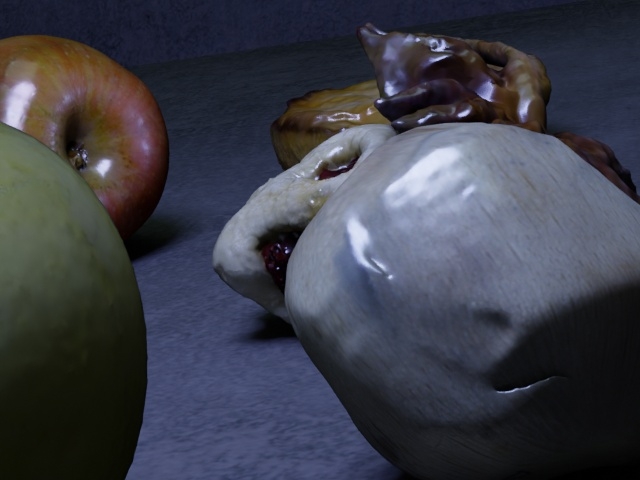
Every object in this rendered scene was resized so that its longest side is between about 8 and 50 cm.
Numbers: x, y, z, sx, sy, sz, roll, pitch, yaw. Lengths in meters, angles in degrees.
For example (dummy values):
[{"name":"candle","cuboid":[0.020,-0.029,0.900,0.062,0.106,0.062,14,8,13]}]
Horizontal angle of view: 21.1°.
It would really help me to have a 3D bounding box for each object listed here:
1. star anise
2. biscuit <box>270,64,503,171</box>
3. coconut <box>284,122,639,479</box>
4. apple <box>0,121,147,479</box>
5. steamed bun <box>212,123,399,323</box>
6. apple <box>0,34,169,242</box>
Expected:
[{"name":"star anise","cuboid":[0.145,-0.067,1.265,0.109,0.292,0.349,-45,5,14]},{"name":"biscuit","cuboid":[0.094,-0.121,1.819,0.296,0.102,0.296,-13,13,3]},{"name":"coconut","cuboid":[0.097,0.043,0.933,0.224,0.224,0.224,-9,13,2]},{"name":"apple","cuboid":[-0.233,0.071,0.882,0.292,0.254,0.292,-11,17,4]},{"name":"steamed bun","cuboid":[0.000,0.000,1.293,0.155,0.140,0.172,-13,16,11]},{"name":"apple","cuboid":[-0.279,-0.072,1.650,0.242,0.242,0.241,-20,4,-38]}]
